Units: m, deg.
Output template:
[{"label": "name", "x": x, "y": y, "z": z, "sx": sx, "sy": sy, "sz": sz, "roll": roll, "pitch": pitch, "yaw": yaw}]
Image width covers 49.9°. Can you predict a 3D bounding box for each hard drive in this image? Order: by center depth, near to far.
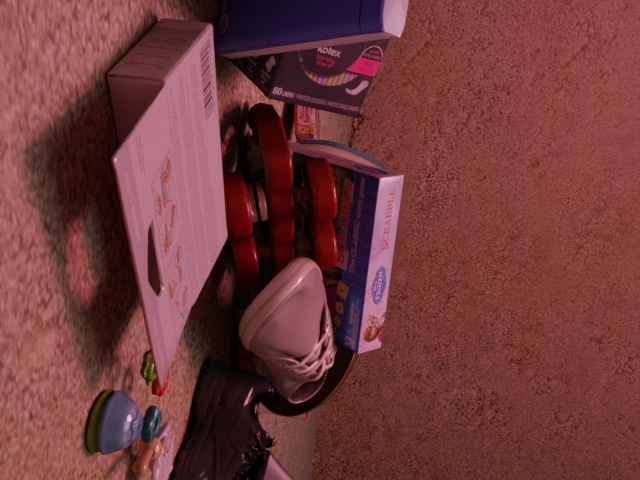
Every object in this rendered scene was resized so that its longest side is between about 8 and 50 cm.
[{"label": "hard drive", "x": -0.015, "y": -0.333, "z": 0.808, "sx": 0.040, "sy": 0.318, "sz": 0.211, "roll": 6, "pitch": 94, "yaw": -40}]

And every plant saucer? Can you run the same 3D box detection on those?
[{"label": "plant saucer", "x": -0.024, "y": 0.204, "z": 1.393, "sx": 0.050, "sy": 0.310, "sz": 0.311, "roll": 27, "pitch": 65, "yaw": -39}]

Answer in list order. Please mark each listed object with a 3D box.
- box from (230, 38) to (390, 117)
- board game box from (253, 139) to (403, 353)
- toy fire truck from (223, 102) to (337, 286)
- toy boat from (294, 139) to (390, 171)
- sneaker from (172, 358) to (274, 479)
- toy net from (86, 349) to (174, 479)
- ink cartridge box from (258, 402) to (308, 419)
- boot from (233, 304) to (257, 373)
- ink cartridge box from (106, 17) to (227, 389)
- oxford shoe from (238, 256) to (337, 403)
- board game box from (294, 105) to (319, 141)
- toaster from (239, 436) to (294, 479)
[{"label": "box", "x": 0.008, "y": -0.332, "z": 0.954, "sx": 0.143, "sy": 0.165, "sz": 0.271, "roll": 49, "pitch": -54, "yaw": 44}, {"label": "board game box", "x": 0.000, "y": 0.000, "z": 1.275, "sx": 0.065, "sy": 0.318, "sz": 0.319, "roll": -9, "pitch": 112, "yaw": -40}, {"label": "toy fire truck", "x": -0.082, "y": -0.087, "z": 1.127, "sx": 0.302, "sy": 0.169, "sz": 0.254, "roll": 89, "pitch": -14, "yaw": -51}, {"label": "toy boat", "x": -0.002, "y": -0.124, "z": 1.512, "sx": 0.318, "sy": 0.267, "sz": 0.148, "roll": -36, "pitch": -142, "yaw": 53}, {"label": "sneaker", "x": -0.151, "y": 0.335, "z": 1.084, "sx": 0.109, "sy": 0.130, "sz": 0.287, "roll": 85, "pitch": 16, "yaw": -69}, {"label": "toy net", "x": -0.210, "y": 0.219, "z": 0.816, "sx": 0.232, "sy": 0.045, "sz": 0.122, "roll": 91, "pitch": 8, "yaw": -56}, {"label": "ink cartridge box", "x": -0.060, "y": 0.232, "z": 1.701, "sx": 0.272, "sy": 0.129, "sz": 0.310, "roll": -63, "pitch": 160, "yaw": -72}, {"label": "boot", "x": -0.135, "y": 0.206, "z": 1.301, "sx": 0.197, "sy": 0.072, "sz": 0.153, "roll": 65, "pitch": 38, "yaw": -73}, {"label": "ink cartridge box", "x": -0.169, "y": -0.040, "z": 0.722, "sx": 0.261, "sy": 0.066, "sz": 0.297, "roll": -73, "pitch": 169, "yaw": -49}, {"label": "oxford shoe", "x": -0.035, "y": 0.159, "z": 1.118, "sx": 0.169, "sy": 0.130, "sz": 0.449, "roll": -41, "pitch": 161, "yaw": -19}, {"label": "board game box", "x": -0.028, "y": -0.291, "z": 1.518, "sx": 0.147, "sy": 0.045, "sz": 0.194, "roll": 77, "pitch": 12, "yaw": -71}, {"label": "toaster", "x": -0.129, "y": 0.456, "z": 1.156, "sx": 0.110, "sy": 0.185, "sz": 0.168, "roll": 50, "pitch": 23, "yaw": -14}]
